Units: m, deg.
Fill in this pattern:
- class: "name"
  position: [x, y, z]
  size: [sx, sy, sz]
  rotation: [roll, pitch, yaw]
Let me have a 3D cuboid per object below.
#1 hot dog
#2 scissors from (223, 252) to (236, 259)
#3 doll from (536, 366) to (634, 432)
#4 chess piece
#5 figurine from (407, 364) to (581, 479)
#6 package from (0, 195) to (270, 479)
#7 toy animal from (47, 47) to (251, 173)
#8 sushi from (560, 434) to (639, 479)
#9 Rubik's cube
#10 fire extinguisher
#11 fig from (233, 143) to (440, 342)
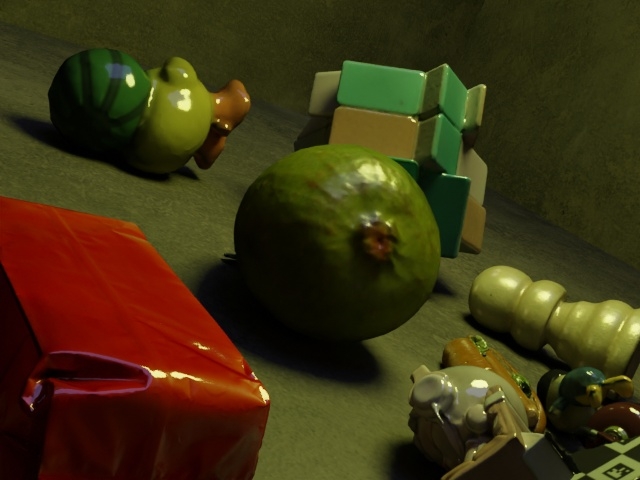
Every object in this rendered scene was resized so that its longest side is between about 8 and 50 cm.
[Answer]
- class: "hot dog"
  position: [0.232, 0.191, 1.170]
  size: [0.100, 0.068, 0.249]
  rotation: [19, 14, -14]
- class: "scissors"
  position: [-0.030, 0.036, 1.403]
  size: [0.317, 0.024, 0.160]
  rotation: [8, 21, -48]
- class: "doll"
  position: [0.346, 0.214, 1.183]
  size: [0.102, 0.089, 0.179]
  rotation: [-15, -5, -14]
- class: "chess piece"
  position: [0.398, 0.134, 1.496]
  size: [0.300, 0.167, 0.167]
  rotation: [26, 13, 26]
- class: "figurine"
  position: [0.153, 0.207, 0.893]
  size: [0.162, 0.141, 0.237]
  rotation: [49, 3, -19]
- class: "package"
  position: [-0.214, 0.076, 0.759]
  size: [0.196, 0.123, 0.423]
  rotation: [15, 17, -39]
- class: "toy animal"
  position: [-0.310, -0.220, 1.564]
  size: [0.338, 0.216, 0.191]
  rotation: [13, 44, -28]
- class: "sushi"
  position: [0.345, 0.280, 0.865]
  size: [0.264, 0.050, 0.290]
  rotation: [-19, 12, 10]
- class: "Rubik's cube"
  position: [0.130, -0.142, 1.627]
  size: [0.387, 0.358, 0.368]
  rotation: [16, -16, -27]
- class: "fire extinguisher"
  position: [0.437, 0.266, 1.129]
  size: [0.141, 0.105, 0.341]
  rotation: [13, 0, 42]
- class: "fig"
  position: [0.000, 0.000, 1.169]
  size: [0.258, 0.258, 0.326]
  rotation: [15, -1, -31]
